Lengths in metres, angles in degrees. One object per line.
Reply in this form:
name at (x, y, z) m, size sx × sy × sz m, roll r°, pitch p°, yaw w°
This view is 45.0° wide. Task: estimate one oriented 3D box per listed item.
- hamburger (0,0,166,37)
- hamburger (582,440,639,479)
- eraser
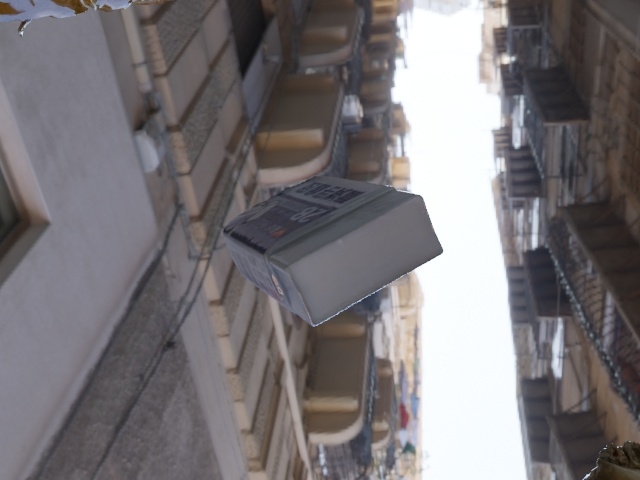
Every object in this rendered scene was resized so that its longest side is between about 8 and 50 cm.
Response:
hamburger at (-0.194, -0.212, 0.459) m, size 0.282 × 0.157 × 0.144 m, roll -14°, pitch -124°, yaw -17°
hamburger at (0.338, 0.346, 0.767) m, size 0.146 × 0.286 × 0.243 m, roll 3°, pitch 176°, yaw -9°
eraser at (0.000, 0.000, 0.658) m, size 0.124 × 0.068 × 0.210 m, roll -27°, pitch -164°, yaw -14°
